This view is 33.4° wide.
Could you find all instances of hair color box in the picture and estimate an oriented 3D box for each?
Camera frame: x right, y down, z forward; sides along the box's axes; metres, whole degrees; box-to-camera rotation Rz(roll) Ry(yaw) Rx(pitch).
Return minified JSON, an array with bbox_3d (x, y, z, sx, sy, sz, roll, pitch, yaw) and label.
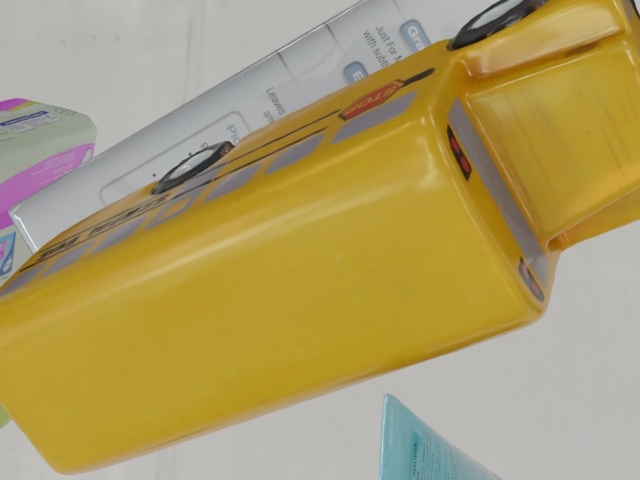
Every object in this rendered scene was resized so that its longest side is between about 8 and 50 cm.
[{"bbox_3d":[-0.006,-0.039,0.768,0.374,0.113,0.185,-31,92,0],"label":"hair color box"}]

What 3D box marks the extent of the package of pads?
[{"bbox_3d":[-0.304,0.028,0.967,0.101,0.229,0.296,15,107,8],"label":"package of pads"}]

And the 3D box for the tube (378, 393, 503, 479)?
[{"bbox_3d":[0.058,0.132,0.532,0.052,0.207,0.080,-7,72,16],"label":"tube"}]

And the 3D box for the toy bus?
[{"bbox_3d":[0.000,0.000,0.501,0.333,0.108,0.130,-22,18,27],"label":"toy bus"}]
